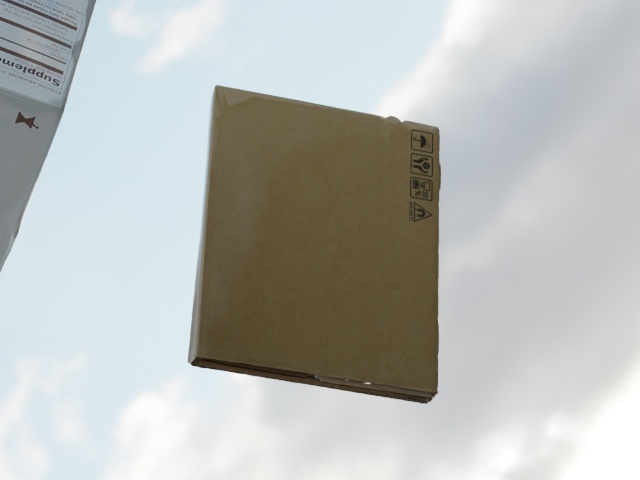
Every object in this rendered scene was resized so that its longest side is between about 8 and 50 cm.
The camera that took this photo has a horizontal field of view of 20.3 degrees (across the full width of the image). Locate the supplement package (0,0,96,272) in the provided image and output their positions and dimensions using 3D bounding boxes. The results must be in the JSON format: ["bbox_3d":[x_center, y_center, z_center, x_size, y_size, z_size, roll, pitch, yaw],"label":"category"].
[{"bbox_3d":[-0.208,-0.090,0.928,0.203,0.149,0.194,-83,17,-46],"label":"supplement package"}]

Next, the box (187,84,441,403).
[{"bbox_3d":[0.000,0.000,1.180,0.021,0.164,0.201,125,151,-59],"label":"box"}]
